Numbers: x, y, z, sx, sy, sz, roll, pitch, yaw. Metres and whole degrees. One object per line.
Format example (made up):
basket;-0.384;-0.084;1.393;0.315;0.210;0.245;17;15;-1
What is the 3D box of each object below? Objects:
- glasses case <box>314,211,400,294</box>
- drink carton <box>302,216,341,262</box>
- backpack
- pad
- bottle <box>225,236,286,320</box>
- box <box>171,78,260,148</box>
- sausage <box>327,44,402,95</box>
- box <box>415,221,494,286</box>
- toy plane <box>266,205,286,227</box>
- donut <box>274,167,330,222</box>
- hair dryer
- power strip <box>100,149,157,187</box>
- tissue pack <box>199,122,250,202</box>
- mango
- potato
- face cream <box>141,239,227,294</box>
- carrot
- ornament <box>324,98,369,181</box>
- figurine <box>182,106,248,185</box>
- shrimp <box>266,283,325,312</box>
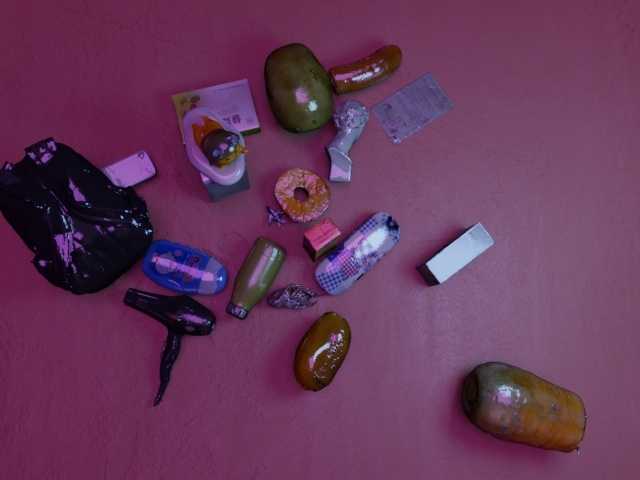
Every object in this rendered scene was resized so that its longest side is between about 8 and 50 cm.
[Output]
glasses case;0.120;0.040;1.758;0.327;0.076;0.125;-42;99;-9
drink carton;0.000;0.000;1.687;0.096;0.223;0.071;-36;84;-9
backpack;-0.728;-0.072;1.597;0.363;0.255;0.446;-45;102;-8
pad;0.321;-0.461;1.890;0.265;0.009;0.160;-34;84;-8
bottle;-0.209;0.123;1.710;0.112;0.112;0.260;28;80;1
box;-0.346;-0.421;1.812;0.260;0.062;0.175;-14;82;-7
sausage;0.159;-0.581;1.852;0.270;0.109;0.109;-26;84;-7
box;0.431;0.049;1.755;0.225;0.129;0.086;-35;86;-8
toy plane;-0.150;-0.082;1.788;0.078;0.031;0.083;-38;87;-24
donut;-0.060;-0.142;1.783;0.190;0.075;0.174;35;82;6
hair dryer;-0.499;0.332;1.678;0.303;0.120;0.360;14;89;7
power strip;-0.715;-0.167;1.745;0.385;0.062;0.091;-28;94;-7
tissue pack;-0.311;-0.237;1.692;0.135;0.246;0.160;-22;82;-7
mango;0.001;0.339;1.674;0.151;0.156;0.249;20;80;36
potato;-0.074;-0.491;1.772;0.215;0.216;0.305;-22;71;-7
face cream;-0.421;0.094;1.715;0.263;0.083;0.149;18;81;-1
carrot;0.611;0.504;1.652;0.340;0.224;0.224;17;80;-4
ornament;0.077;-0.328;1.791;0.120;0.130;0.286;16;81;-6
figurine;-0.302;-0.282;1.506;0.166;0.141;0.250;-38;86;-9
shrimp;-0.075;0.181;1.734;0.190;0.075;0.073;-1;49;-14
